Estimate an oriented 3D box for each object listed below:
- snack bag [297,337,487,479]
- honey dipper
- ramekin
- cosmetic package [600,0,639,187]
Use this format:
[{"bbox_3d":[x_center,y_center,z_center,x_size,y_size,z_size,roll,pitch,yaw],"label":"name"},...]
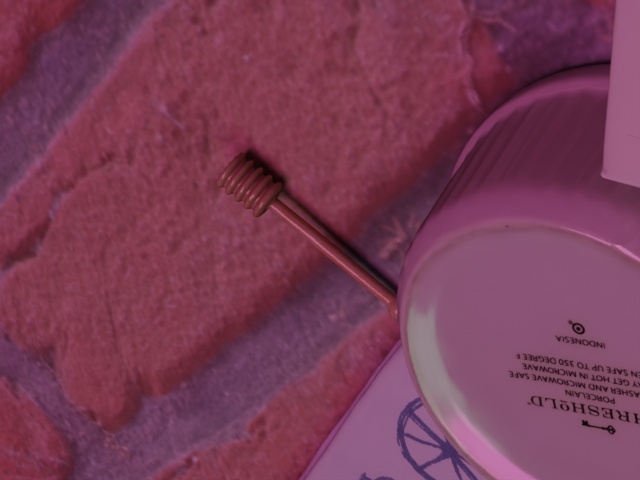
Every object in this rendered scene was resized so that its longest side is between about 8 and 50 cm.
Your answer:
[{"bbox_3d":[0.141,0.242,1.110,0.342,0.037,0.323,37,138,7],"label":"snack bag"},{"bbox_3d":[0.000,0.000,1.049,0.161,0.030,0.030,38,137,3],"label":"honey dipper"},{"bbox_3d":[0.166,0.046,0.873,0.273,0.127,0.273,21,132,26],"label":"ramekin"},{"bbox_3d":[0.239,-0.185,0.620,0.197,0.155,0.365,17,129,27],"label":"cosmetic package"}]
